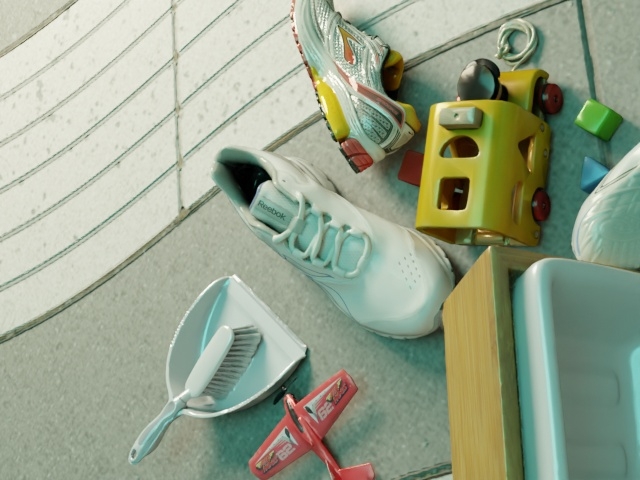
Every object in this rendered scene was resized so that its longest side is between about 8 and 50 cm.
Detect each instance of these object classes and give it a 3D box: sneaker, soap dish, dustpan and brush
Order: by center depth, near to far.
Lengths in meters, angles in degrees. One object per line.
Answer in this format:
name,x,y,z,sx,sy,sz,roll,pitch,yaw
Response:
soap dish,0.199,0.163,0.853,0.118,0.229,0.291,-20,66,50
sneaker,0.296,-0.064,0.923,0.237,0.086,0.085,-42,93,8
sneaker,0.000,0.000,1.094,0.297,0.129,0.111,33,97,36
sneaker,0.036,-0.173,1.152,0.092,0.088,0.225,-25,63,7
dustpan and brush,-0.126,0.151,1.192,0.147,0.060,0.211,42,105,36

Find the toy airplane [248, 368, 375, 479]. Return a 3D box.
toy airplane,0.000,0.197,1.107,0.151,0.028,0.151,-10,74,36

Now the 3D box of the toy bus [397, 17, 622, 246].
toy bus,0.145,-0.091,1.021,0.191,0.104,0.202,-47,56,18
